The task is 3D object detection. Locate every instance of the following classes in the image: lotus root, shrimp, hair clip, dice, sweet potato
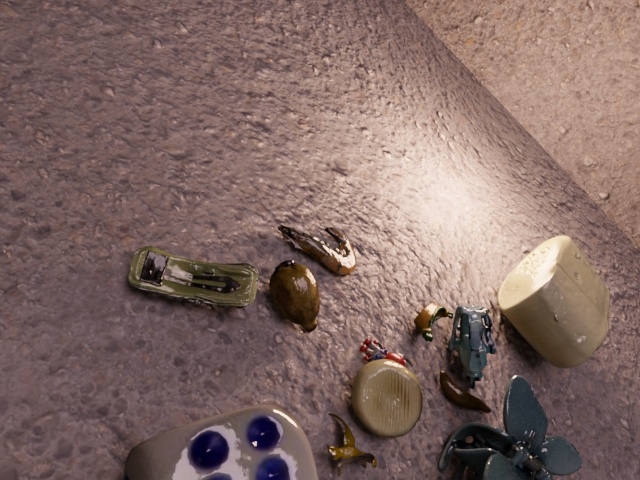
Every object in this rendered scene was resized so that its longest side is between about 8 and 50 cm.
[{"bbox_3d":[-0.065,0.159,1.403,0.138,0.138,0.214,-24,85,-42],"label":"lotus root"},{"bbox_3d":[0.000,0.000,1.610,0.295,0.058,0.169,33,41,-16],"label":"shrimp"},{"bbox_3d":[-0.327,0.108,1.293,0.321,0.091,0.139,13,62,-13],"label":"hair clip"},{"bbox_3d":[0.537,0.646,1.414,0.318,0.238,0.392,42,47,-5],"label":"hair clip"},{"bbox_3d":[-0.202,0.496,0.969,0.304,0.304,0.277,0,61,-34],"label":"dice"},{"bbox_3d":[0.458,0.502,1.582,0.249,0.059,0.069,36,35,-15],"label":"sweet potato"}]

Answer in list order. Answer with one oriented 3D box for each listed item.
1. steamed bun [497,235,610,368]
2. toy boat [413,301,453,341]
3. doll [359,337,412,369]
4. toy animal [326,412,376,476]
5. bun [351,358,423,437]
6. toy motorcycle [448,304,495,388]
[{"bbox_3d":[0.883,0.238,1.888,0.371,0.290,0.456,51,49,-2],"label":"steamed bun"},{"bbox_3d":[0.371,0.267,1.644,0.088,0.089,0.229,35,31,22],"label":"toy boat"},{"bbox_3d":[0.205,0.372,1.495,0.194,0.062,0.104,37,35,2],"label":"doll"},{"bbox_3d":[0.070,0.554,1.274,0.095,0.155,0.219,-27,33,-18],"label":"toy animal"},{"bbox_3d":[0.180,0.439,1.397,0.222,0.127,0.223,1,87,-18],"label":"bun"},{"bbox_3d":[0.502,0.337,1.638,0.154,0.206,0.260,2,52,11],"label":"toy motorcycle"}]
